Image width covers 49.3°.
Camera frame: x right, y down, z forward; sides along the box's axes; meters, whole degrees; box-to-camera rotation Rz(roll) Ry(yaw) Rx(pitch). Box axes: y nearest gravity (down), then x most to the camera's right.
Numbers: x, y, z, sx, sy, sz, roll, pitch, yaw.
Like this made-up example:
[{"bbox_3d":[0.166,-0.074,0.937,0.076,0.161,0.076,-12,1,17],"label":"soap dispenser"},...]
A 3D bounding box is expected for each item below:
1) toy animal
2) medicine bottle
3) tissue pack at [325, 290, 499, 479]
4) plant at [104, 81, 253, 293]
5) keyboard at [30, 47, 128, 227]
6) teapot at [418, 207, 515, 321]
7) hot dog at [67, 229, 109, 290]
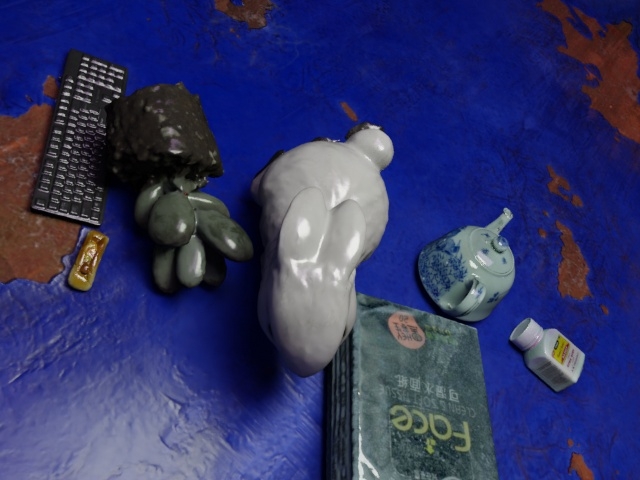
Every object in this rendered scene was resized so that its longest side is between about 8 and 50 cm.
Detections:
[{"bbox_3d":[0.000,0.000,0.922,0.193,0.258,0.357,24,28,-14],"label":"toy animal"},{"bbox_3d":[0.382,0.188,1.178,0.118,0.055,0.074,42,47,1],"label":"medicine bottle"},{"bbox_3d":[0.120,0.243,0.939,0.227,0.103,0.316,18,50,-20],"label":"tissue pack"},{"bbox_3d":[-0.195,-0.066,0.940,0.149,0.146,0.275,-1,69,-62],"label":"plant"},{"bbox_3d":[-0.341,-0.156,0.997,0.100,0.018,0.310,16,51,-24],"label":"keyboard"},{"bbox_3d":[0.254,0.041,1.142,0.159,0.159,0.232,37,46,-4],"label":"teapot"},{"bbox_3d":[-0.293,0.020,0.888,0.030,0.034,0.090,23,48,-18],"label":"hot dog"}]
